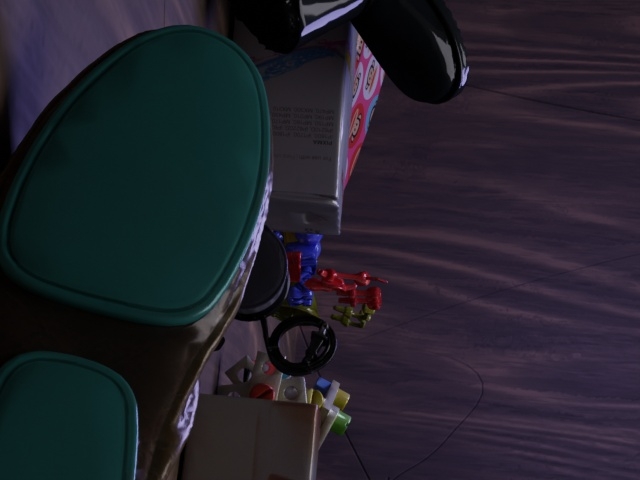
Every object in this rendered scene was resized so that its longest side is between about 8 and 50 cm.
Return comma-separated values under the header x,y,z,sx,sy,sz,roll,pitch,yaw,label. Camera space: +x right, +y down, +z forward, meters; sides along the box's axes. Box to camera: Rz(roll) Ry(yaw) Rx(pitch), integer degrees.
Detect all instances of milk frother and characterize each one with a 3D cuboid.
x,y,z,sx,sy,sz,roll,pitch,yaw,label
-0.047,0.059,1.126,0.135,0.143,0.129,94,8,-82,milk frother

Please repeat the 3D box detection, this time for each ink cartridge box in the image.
x,y,z,sx,sy,sz,roll,pitch,yaw,label
-0.028,-0.175,1.292,0.226,0.131,0.306,80,16,-80,ink cartridge box

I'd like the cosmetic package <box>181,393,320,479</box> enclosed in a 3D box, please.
x,y,z,sx,sy,sz,roll,pitch,yaw,label
-0.075,0.310,1.143,0.153,0.129,0.296,91,4,-74,cosmetic package

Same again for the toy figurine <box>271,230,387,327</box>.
x,y,z,sx,sy,sz,roll,pitch,yaw,label
0.000,0.000,1.840,0.362,0.191,0.217,91,-1,-75,toy figurine

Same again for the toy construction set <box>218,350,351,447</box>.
x,y,z,sx,sy,sz,roll,pitch,yaw,label
-0.047,0.252,1.461,0.215,0.151,0.328,-60,165,-9,toy construction set

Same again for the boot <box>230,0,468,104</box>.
x,y,z,sx,sy,sz,roll,pitch,yaw,label
0.020,-0.212,1.111,0.207,0.094,0.246,-36,104,-42,boot

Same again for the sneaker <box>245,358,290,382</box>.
x,y,z,sx,sy,sz,roll,pitch,yaw,label
-0.073,0.241,1.722,0.057,0.075,0.161,-83,176,-49,sneaker

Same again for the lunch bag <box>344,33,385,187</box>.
x,y,z,sx,sy,sz,roll,pitch,yaw,label
0.012,-0.200,1.541,0.258,0.120,0.293,46,61,-71,lunch bag

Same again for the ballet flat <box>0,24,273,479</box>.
x,y,z,sx,sy,sz,roll,pitch,yaw,label
-0.099,0.059,0.483,0.124,0.116,0.342,124,-21,-49,ballet flat
